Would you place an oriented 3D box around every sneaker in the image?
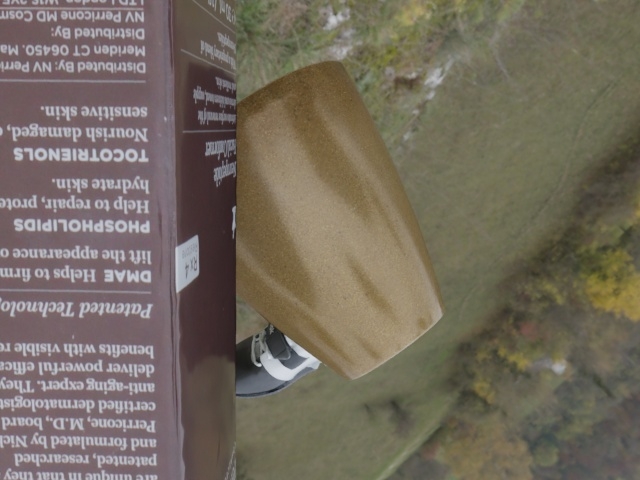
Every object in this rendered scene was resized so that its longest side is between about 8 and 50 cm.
[{"bbox_3d":[-0.039,0.147,1.089,0.330,0.122,0.146,-21,137,4],"label":"sneaker"}]

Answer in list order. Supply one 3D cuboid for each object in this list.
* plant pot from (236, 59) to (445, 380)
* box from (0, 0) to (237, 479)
[{"bbox_3d":[0.000,0.000,0.660,0.237,0.254,0.237,-35,175,-4],"label":"plant pot"},{"bbox_3d":[-0.130,0.026,0.412,0.191,0.143,0.382,-80,173,-80],"label":"box"}]
